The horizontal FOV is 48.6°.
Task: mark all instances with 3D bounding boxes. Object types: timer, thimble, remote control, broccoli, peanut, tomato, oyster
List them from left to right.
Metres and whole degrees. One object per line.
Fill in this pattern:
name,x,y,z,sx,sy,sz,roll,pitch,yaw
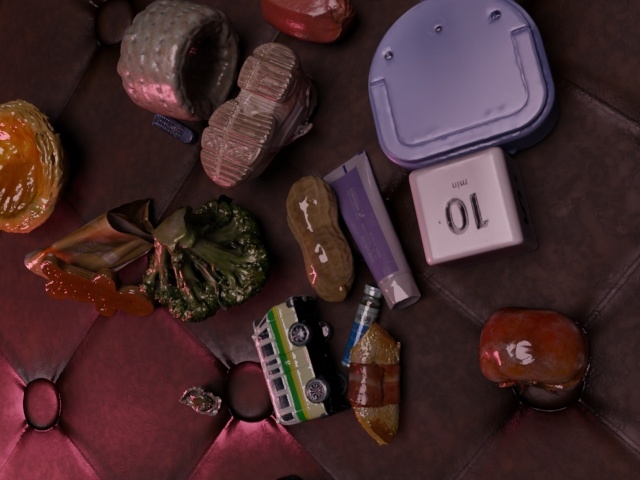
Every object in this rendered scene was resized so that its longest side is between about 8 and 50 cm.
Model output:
remote control,-0.389,-0.298,1.890,0.152,0.027,0.044,32,106,26
thimble,-0.339,-0.436,1.748,0.195,0.291,0.292,21,95,25
oyster,-0.298,0.403,1.787,0.100,0.037,0.098,36,121,4
broccoli,-0.278,0.044,1.668,0.321,0.283,0.304,-45,57,-4
peanut,0.000,0.000,1.622,0.120,0.136,0.299,-14,80,-16
timer,0.288,-0.344,1.480,0.394,0.173,0.395,-2,85,27
timer,0.310,-0.058,1.433,0.192,0.194,0.195,-15,78,24
tomato,0.409,0.217,1.389,0.213,0.155,0.181,-3,80,27

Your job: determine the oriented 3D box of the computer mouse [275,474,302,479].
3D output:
computer mouse,-0.049,0.604,1.628,0.172,0.057,0.099,15,90,23

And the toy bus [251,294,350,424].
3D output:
toy bus,-0.052,0.275,1.615,0.164,0.133,0.276,-24,76,22

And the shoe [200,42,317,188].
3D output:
shoe,-0.123,-0.268,1.660,0.171,0.198,0.351,36,99,26

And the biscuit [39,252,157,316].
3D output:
biscuit,-0.575,0.127,1.851,0.301,0.197,0.049,16,53,-5

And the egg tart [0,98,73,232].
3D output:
egg tart,-0.852,-0.209,2.032,0.387,0.169,0.388,0,89,26

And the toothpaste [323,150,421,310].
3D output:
toothpaste,0.118,-0.024,1.595,0.125,0.080,0.371,-34,67,24

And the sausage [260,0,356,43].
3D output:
sausage,-0.033,-0.545,1.679,0.254,0.148,0.148,29,98,21

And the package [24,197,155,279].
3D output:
package,-0.585,0.029,1.883,0.311,0.221,0.165,-24,96,23

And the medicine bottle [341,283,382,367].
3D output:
medicine bottle,0.096,0.194,1.596,0.051,0.051,0.191,17,93,26

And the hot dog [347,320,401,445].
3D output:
hot dog,0.117,0.310,1.545,0.093,0.123,0.262,-14,69,61
